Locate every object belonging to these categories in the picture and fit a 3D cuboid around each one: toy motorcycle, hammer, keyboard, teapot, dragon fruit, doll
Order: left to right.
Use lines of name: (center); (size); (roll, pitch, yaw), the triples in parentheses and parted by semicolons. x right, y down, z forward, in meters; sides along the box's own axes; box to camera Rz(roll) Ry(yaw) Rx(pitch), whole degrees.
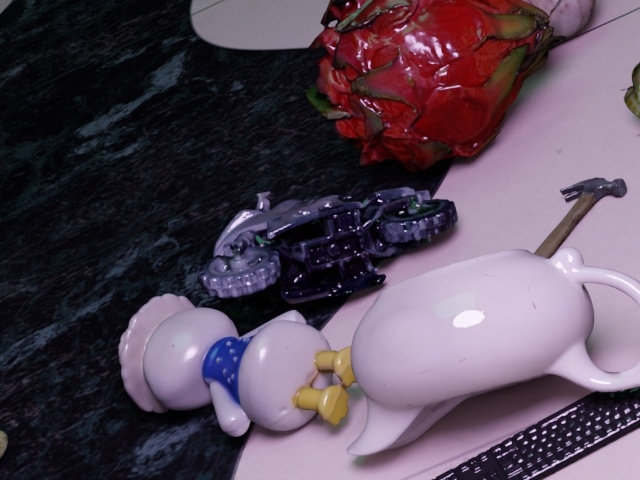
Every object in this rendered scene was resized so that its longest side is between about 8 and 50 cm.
doll: (-0.086, 0.119, 1.544); (0.293, 0.119, 0.138); (6, 58, 39)
toy motorcycle: (0.000, 0.000, 1.666); (0.270, 0.106, 0.159); (-16, 14, -12)
dragon fruit: (0.128, -0.201, 1.763); (0.293, 0.234, 0.234); (-31, 27, 1)
teapot: (0.138, 0.087, 1.350); (0.298, 0.139, 0.204); (-21, -12, 30)
keyboard: (0.174, 0.170, 1.319); (0.204, 0.013, 0.061); (-28, 27, 0)
hammer: (0.223, -0.002, 1.568); (0.062, 0.017, 0.182); (6, 43, 47)

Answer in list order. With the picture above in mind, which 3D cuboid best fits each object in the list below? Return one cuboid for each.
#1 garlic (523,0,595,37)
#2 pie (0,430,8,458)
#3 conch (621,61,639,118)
garlic: (0.180, -0.331, 1.926); (0.245, 0.253, 0.245); (-30, 22, 14)
pie: (-0.359, 0.225, 1.694); (0.084, 0.021, 0.084); (-25, 28, 14)
conch: (0.368, -0.164, 1.663); (0.105, 0.079, 0.170); (4, 25, 37)
